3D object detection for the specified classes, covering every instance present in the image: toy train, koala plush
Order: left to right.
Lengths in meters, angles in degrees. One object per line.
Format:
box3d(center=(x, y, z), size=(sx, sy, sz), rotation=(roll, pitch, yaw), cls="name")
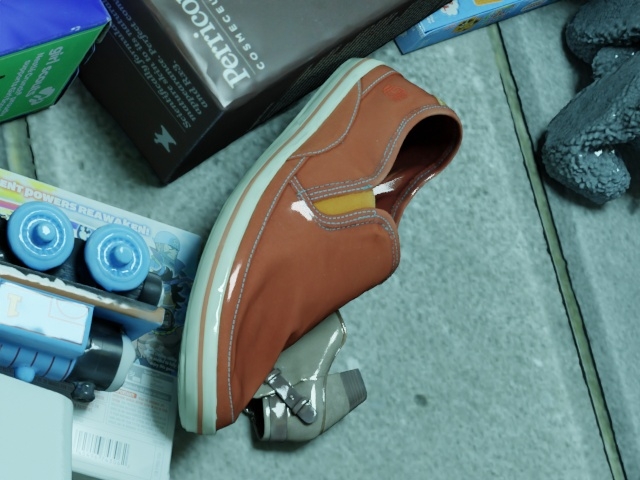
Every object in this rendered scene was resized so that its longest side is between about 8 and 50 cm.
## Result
box3d(center=(-0.182, 0.032, 1.024), size=(0.184, 0.080, 0.105), rotation=(19, 68, -25), cls="toy train")
box3d(center=(0.331, -0.100, 1.411), size=(0.221, 0.203, 0.196), rotation=(37, 52, -26), cls="koala plush")

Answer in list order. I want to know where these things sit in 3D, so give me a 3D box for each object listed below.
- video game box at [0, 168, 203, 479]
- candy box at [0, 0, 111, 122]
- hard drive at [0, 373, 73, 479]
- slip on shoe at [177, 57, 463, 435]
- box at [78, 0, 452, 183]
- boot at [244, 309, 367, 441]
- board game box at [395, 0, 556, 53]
box3d(center=(-0.184, 0.054, 1.087), size=(0.205, 0.048, 0.187), rotation=(20, 61, -23), cls="video game box")
box3d(center=(-0.332, -0.179, 1.064), size=(0.317, 0.122, 0.268), rotation=(-24, 80, -37), cls="candy box")
box3d(center=(-0.220, 0.198, 0.889), size=(0.203, 0.040, 0.308), rotation=(25, 48, -37), cls="hard drive")
box3d(center=(0.000, 0.000, 1.153), size=(0.101, 0.123, 0.331), rotation=(20, 49, 17), cls="slip on shoe")
box3d(center=(-0.010, -0.226, 1.250), size=(0.381, 0.143, 0.191), rotation=(-36, 87, -30), cls="box")
box3d(center=(-0.023, 0.081, 1.181), size=(0.087, 0.042, 0.118), rotation=(-15, 64, -25), cls="boot")
box3d(center=(0.113, -0.255, 1.433), size=(0.211, 0.039, 0.160), rotation=(-22, 80, -38), cls="board game box")
